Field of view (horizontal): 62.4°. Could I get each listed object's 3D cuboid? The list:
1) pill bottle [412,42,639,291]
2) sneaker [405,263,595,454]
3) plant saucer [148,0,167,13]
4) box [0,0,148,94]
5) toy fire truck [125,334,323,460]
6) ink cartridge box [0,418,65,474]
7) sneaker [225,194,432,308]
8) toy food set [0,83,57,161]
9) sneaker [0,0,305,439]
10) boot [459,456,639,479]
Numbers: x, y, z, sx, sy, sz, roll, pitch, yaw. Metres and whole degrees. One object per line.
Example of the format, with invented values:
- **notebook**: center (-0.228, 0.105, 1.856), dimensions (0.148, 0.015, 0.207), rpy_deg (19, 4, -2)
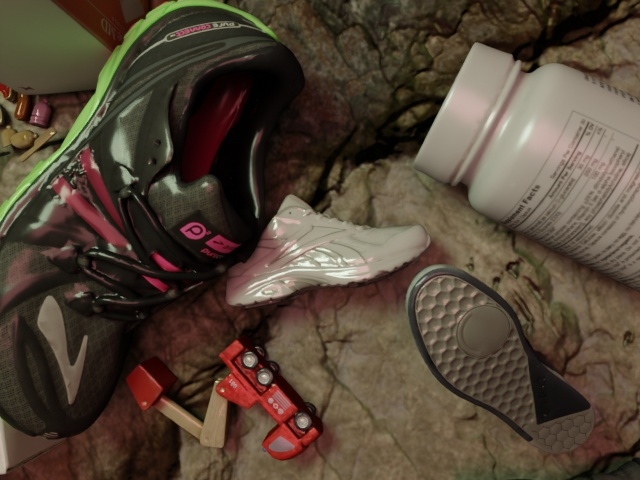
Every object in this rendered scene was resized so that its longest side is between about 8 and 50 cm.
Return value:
- **pill bottle**: center (0.246, -0.070, 0.513), dimensions (0.283, 0.160, 0.160), rpy_deg (27, 90, 6)
- **sneaker**: center (0.139, 0.087, 0.504), dimensions (0.086, 0.163, 0.226), rpy_deg (-42, 111, 6)
- **plant saucer**: center (-0.227, -0.281, 0.639), dimensions (0.083, 0.015, 0.083), rpy_deg (0, 87, 5)
- **box**: center (-0.299, -0.356, 0.538), dimensions (0.168, 0.215, 0.345), rpy_deg (-3, 84, 8)
- **toy fire truck**: center (-0.105, 0.181, 0.590), dimensions (0.135, 0.047, 0.192), rpy_deg (-42, 85, 2)
- **ink cartridge box**: center (-0.447, 0.159, 0.587), dimensions (0.273, 0.115, 0.198), rpy_deg (-10, 86, 5)
- **sneaker**: center (0.000, 0.000, 0.570), dimensions (0.232, 0.090, 0.115), rpy_deg (-12, 83, 4)
- **toy food set**: center (-0.368, -0.154, 0.645), dimensions (0.078, 0.019, 0.122), rpy_deg (-40, 77, 2)
- **sneaker**: center (-0.175, -0.014, 0.517), dimensions (0.202, 0.185, 0.483), rpy_deg (26, 91, 34)
- **boot**: center (0.260, 0.398, 0.517), dimensions (0.223, 0.118, 0.338), rpy_deg (-3, 91, 0)
